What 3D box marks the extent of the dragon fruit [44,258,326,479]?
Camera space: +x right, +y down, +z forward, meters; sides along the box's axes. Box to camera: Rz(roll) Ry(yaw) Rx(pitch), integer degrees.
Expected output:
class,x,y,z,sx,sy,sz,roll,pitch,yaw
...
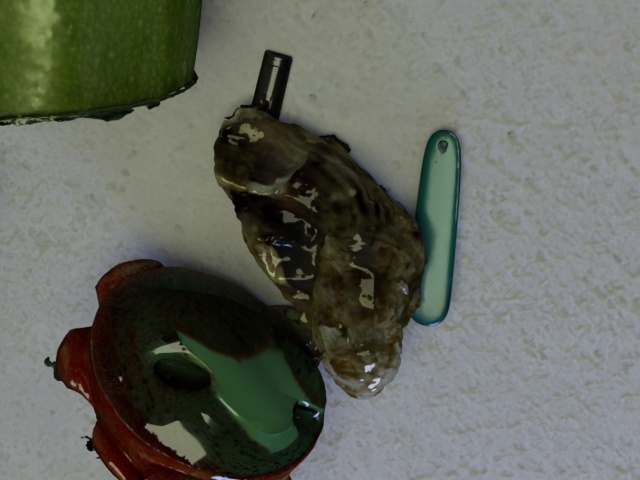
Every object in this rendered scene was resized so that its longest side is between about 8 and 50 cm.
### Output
class,x,y,z,sx,sy,sz,roll,pitch,yaw
dragon fruit,-0.108,0.143,1.751,0.295,0.268,0.130,48,127,-3

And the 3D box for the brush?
class,x,y,z,sx,sy,sz,roll,pitch,yaw
brush,0.112,-0.013,1.777,0.043,0.032,0.193,7,101,12

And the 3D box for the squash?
class,x,y,z,sx,sy,sz,roll,pitch,yaw
squash,-0.228,-0.308,1.605,0.263,0.263,0.384,4,109,7

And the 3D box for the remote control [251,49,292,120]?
class,x,y,z,sx,sy,sz,roll,pitch,yaw
remote control,-0.050,-0.136,1.764,0.034,0.016,0.091,17,109,7

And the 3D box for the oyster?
class,x,y,z,sx,sy,sz,roll,pitch,yaw
oyster,-0.004,0.004,1.746,0.166,0.094,0.294,-44,94,13
